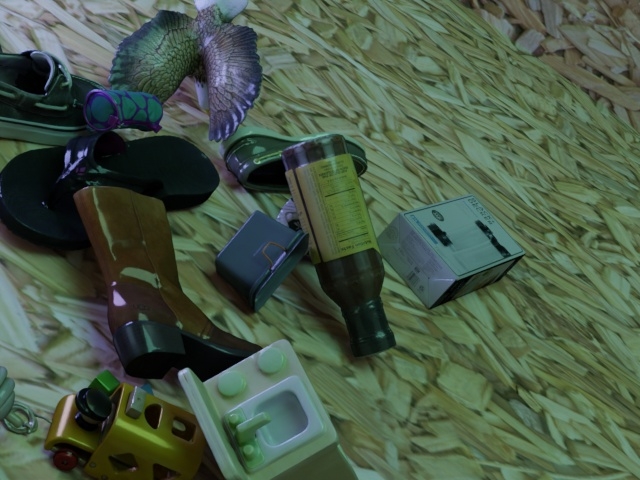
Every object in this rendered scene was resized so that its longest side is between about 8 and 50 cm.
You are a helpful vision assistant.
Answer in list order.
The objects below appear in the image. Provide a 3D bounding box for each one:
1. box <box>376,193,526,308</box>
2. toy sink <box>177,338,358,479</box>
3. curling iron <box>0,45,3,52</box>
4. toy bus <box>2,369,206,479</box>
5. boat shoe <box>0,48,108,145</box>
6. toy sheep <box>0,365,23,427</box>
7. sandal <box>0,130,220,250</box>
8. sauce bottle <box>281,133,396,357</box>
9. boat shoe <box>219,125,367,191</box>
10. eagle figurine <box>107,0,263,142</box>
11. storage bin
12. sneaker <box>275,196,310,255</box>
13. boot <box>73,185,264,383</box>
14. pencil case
[{"bbox_3d":[0.246,0.014,2.122,0.169,0.087,0.290,50,32,18],"label":"box"},{"bbox_3d":[-0.054,0.225,1.363,0.153,0.131,0.234,59,-2,31],"label":"toy sink"},{"bbox_3d":[-0.537,-0.367,1.824,0.068,0.035,0.274,10,41,-39],"label":"curling iron"},{"bbox_3d":[-0.230,0.219,1.316,0.202,0.104,0.191,-10,55,-53],"label":"toy bus"},{"bbox_3d":[-0.419,-0.219,1.672,0.121,0.119,0.335,50,30,19],"label":"boat shoe"},{"bbox_3d":[-0.383,0.165,1.246,0.132,0.091,0.091,45,28,-18],"label":"toy sheep"},{"bbox_3d":[-0.300,-0.105,1.664,0.167,0.107,0.445,46,31,11],"label":"sandal"},{"bbox_3d":[0.034,0.010,1.767,0.111,0.111,0.344,-17,91,-55],"label":"sauce bottle"},{"bbox_3d":[-0.034,-0.131,1.995,0.305,0.109,0.091,2,47,-38],"label":"boat shoe"},{"bbox_3d":[-0.208,-0.306,1.959,0.225,0.226,0.298,53,22,-17],"label":"eagle figurine"},{"bbox_3d":[-0.093,0.022,1.703,0.091,0.098,0.135,34,69,11],"label":"storage bin"},{"bbox_3d":[0.000,0.000,1.864,0.153,0.094,0.235,32,20,3],"label":"sneaker"},{"bbox_3d":[-0.199,0.066,1.538,0.264,0.096,0.280,10,45,-41],"label":"boot"},{"bbox_3d":[-0.302,-0.196,1.739,0.070,0.064,0.151,50,20,9],"label":"pencil case"}]
